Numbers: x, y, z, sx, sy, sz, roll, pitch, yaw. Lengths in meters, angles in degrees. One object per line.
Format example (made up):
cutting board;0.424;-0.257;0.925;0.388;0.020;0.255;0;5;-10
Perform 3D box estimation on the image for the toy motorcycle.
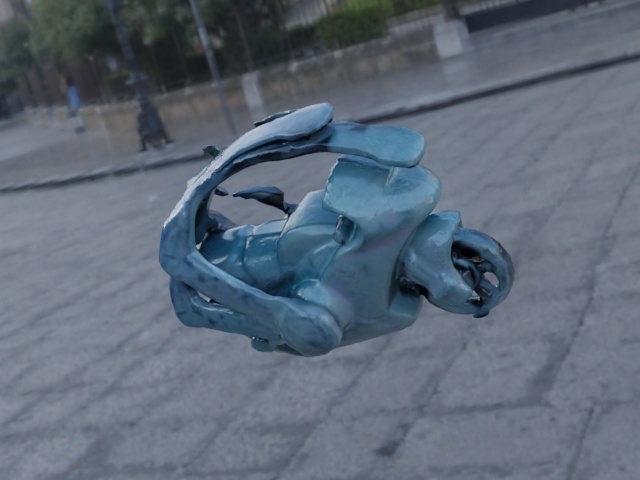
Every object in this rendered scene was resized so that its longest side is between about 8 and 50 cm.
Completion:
toy motorcycle;0.000;0.000;0.796;0.260;0.206;0.154;-17;29;36
